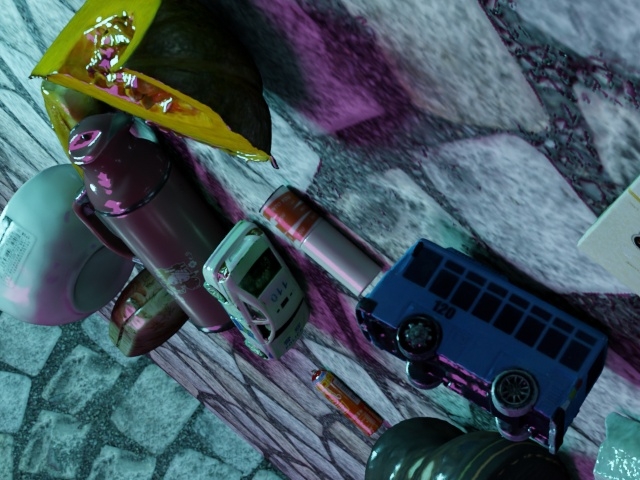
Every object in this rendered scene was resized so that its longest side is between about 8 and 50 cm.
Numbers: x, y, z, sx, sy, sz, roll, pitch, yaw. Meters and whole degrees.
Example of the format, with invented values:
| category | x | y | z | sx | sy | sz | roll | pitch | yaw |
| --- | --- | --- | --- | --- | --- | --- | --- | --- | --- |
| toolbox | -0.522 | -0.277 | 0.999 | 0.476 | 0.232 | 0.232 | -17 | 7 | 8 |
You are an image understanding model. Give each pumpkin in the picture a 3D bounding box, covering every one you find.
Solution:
| category | x | y | z | sx | sy | sz | roll | pitch | yaw |
| --- | --- | --- | --- | --- | --- | --- | --- | --- | --- |
| pumpkin | -0.116 | -0.142 | 0.959 | 0.163 | 0.111 | 0.278 | 33 | 169 | -30 |

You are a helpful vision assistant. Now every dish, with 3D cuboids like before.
| category | x | y | z | sx | sy | sz | roll | pitch | yaw |
| --- | --- | --- | --- | --- | --- | --- | --- | --- | --- |
| dish | -0.346 | 0.020 | 1.610 | 0.117 | 0.256 | 0.256 | 32 | 161 | 22 |

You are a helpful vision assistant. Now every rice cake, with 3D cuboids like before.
| category | x | y | z | sx | sy | sz | roll | pitch | yaw |
| --- | --- | --- | --- | --- | --- | --- | --- | --- | --- |
| rice cake | 0.301 | 0.202 | 0.897 | 0.063 | 0.069 | 0.206 | 51 | 161 | -29 |

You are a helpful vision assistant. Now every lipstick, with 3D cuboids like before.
| category | x | y | z | sx | sy | sz | roll | pitch | yaw |
| --- | --- | --- | --- | --- | --- | --- | --- | --- | --- |
| lipstick | 0.000 | 0.000 | 1.130 | 0.131 | 0.038 | 0.038 | 40 | 164 | 5 |

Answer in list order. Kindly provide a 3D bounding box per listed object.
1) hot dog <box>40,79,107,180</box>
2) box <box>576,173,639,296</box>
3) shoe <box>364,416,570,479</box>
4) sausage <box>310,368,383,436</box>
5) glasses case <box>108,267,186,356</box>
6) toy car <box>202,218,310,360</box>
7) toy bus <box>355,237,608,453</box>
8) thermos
| category | x | y | z | sx | sy | sz | roll | pitch | yaw |
| --- | --- | --- | --- | --- | --- | --- | --- | --- | --- |
| hot dog | -0.289 | -0.131 | 1.427 | 0.088 | 0.061 | 0.286 | 40 | 165 | 8 |
| box | 0.211 | 0.000 | 0.657 | 0.090 | 0.024 | 0.167 | 40 | 164 | 8 |
| shoe | 0.153 | 0.288 | 1.279 | 0.237 | 0.171 | 0.384 | 28 | 167 | 30 |
| sausage | 0.034 | 0.232 | 1.666 | 0.129 | 0.034 | 0.034 | 43 | 164 | -2 |
| glasses case | -0.256 | 0.103 | 1.790 | 0.098 | 0.156 | 0.425 | 47 | 164 | 0 |
| toy car | -0.065 | 0.070 | 1.377 | 0.076 | 0.090 | 0.224 | 24 | 157 | 34 |
| toy bus | 0.128 | 0.079 | 0.912 | 0.185 | 0.106 | 0.090 | 30 | 164 | 22 |
| thermos | -0.203 | -0.029 | 1.396 | 0.136 | 0.109 | 0.330 | 14 | 149 | 42 |
